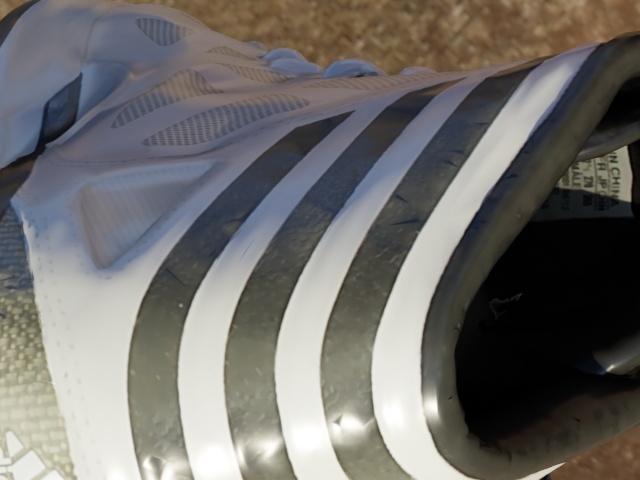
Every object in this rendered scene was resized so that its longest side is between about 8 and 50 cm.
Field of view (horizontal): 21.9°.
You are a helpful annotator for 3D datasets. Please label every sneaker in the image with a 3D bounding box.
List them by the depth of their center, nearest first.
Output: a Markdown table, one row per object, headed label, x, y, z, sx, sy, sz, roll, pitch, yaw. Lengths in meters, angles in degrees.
| label | x | y | z | sx | sy | sz | roll | pitch | yaw |
| --- | --- | --- | --- | --- | --- | --- | --- | --- | --- |
| sneaker | 0.000 | 0.001 | 0.582 | 0.257 | 0.169 | 0.447 | -6 | 17 | 6 |

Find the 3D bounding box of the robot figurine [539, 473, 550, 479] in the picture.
| label | x | y | z | sx | sy | sz | roll | pitch | yaw |
| --- | --- | --- | --- | --- | --- | --- | --- | --- | --- |
| robot figurine | -0.025 | 0.159 | 0.703 | 0.291 | 0.085 | 0.211 | -17 | 40 | -25 |
